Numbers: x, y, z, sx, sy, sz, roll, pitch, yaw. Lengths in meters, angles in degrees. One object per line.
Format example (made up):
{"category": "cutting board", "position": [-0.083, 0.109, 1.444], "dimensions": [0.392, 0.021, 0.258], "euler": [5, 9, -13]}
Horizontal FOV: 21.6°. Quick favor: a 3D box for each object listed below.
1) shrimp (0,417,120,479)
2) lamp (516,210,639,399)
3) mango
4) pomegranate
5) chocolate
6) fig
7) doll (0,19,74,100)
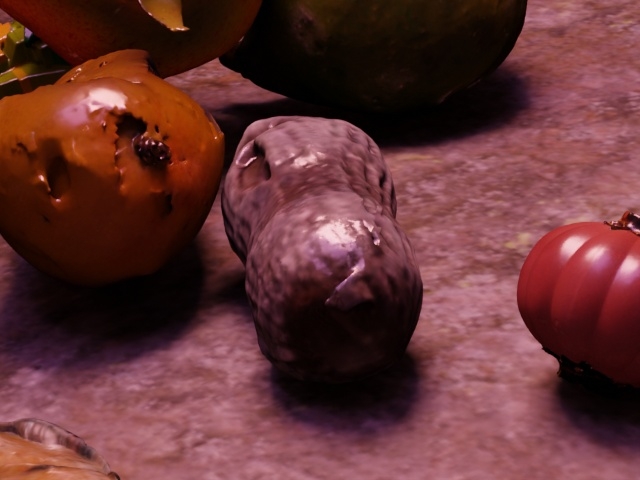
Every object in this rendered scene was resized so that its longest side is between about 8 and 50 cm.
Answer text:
{"category": "shrimp", "position": [-0.263, 0.134, 0.817], "dimensions": [0.364, 0.071, 0.233], "euler": [0, 16, 25]}
{"category": "lamp", "position": [0.153, 0.033, 0.855], "dimensions": [0.107, 0.092, 0.107], "euler": [21, 3, -1]}
{"category": "mango", "position": [-0.144, -0.048, 1.051], "dimensions": [0.156, 0.151, 0.248], "euler": [9, 9, -16]}
{"category": "pomegranate", "position": [-0.128, -0.213, 1.163], "dimensions": [0.220, 0.221, 0.257], "euler": [-16, 29, -16]}
{"category": "chocolate", "position": [0.000, 0.000, 0.965], "dimensions": [0.110, 0.110, 0.248], "euler": [-9, 28, -1]}
{"category": "fig", "position": [0.033, -0.170, 1.259], "dimensions": [0.245, 0.195, 0.195], "euler": [-33, 10, 33]}
{"category": "doll", "position": [-0.212, -0.136, 1.318], "dimensions": [0.186, 0.106, 0.134], "euler": [-7, 45, 4]}
